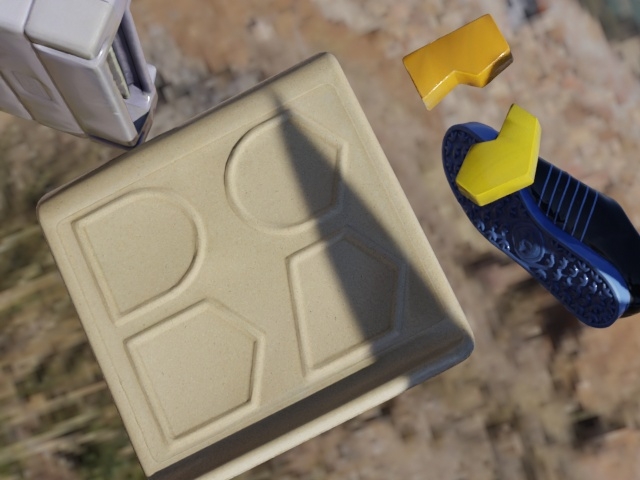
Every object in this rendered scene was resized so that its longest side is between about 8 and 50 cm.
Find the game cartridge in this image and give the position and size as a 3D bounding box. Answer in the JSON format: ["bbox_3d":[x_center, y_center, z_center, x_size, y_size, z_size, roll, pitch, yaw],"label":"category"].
[{"bbox_3d":[-0.214,-0.132,1.097,0.355,0.230,0.068,111,1,-84],"label":"game cartridge"}]

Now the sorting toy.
[{"bbox_3d":[0.000,0.000,1.153,0.229,0.307,0.041,65,5,24],"label":"sorting toy"}]

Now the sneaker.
[{"bbox_3d":[0.204,-0.022,1.662,0.090,0.081,0.232,-22,63,-40],"label":"sneaker"}]
